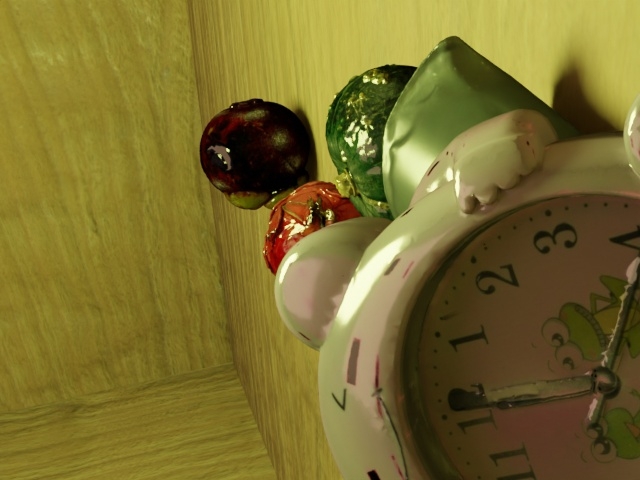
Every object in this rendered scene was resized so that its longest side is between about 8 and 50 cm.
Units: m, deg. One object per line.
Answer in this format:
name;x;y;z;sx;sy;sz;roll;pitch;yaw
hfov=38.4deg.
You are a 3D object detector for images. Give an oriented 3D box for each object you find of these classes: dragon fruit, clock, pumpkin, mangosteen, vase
dragon fruit;0.000;0.000;1.330;0.209;0.172;0.172;-64;-36;-88
clock;0.144;0.072;0.490;0.113;0.322;0.295;-21;-87;-62
pumpkin;0.083;-0.089;0.954;0.190;0.146;0.190;171;90;-77
mangosteen;-0.115;-0.150;1.630;0.210;0.210;0.209;169;90;-77
vase;0.177;0.005;0.677;0.301;0.156;0.251;-131;23;-53
